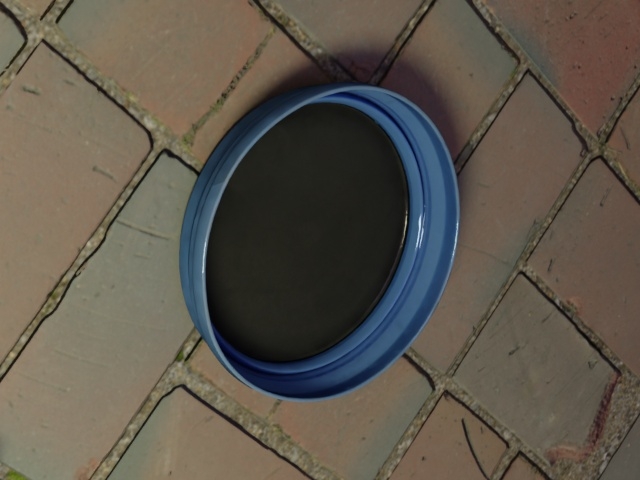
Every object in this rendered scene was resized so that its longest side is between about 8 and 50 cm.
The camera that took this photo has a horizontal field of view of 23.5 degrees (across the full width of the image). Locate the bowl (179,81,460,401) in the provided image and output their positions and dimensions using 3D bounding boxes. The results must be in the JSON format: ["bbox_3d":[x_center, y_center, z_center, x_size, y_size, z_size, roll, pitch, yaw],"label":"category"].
[{"bbox_3d":[0.000,0.000,1.846,0.391,0.077,0.391,-14,113,-35],"label":"bowl"}]
